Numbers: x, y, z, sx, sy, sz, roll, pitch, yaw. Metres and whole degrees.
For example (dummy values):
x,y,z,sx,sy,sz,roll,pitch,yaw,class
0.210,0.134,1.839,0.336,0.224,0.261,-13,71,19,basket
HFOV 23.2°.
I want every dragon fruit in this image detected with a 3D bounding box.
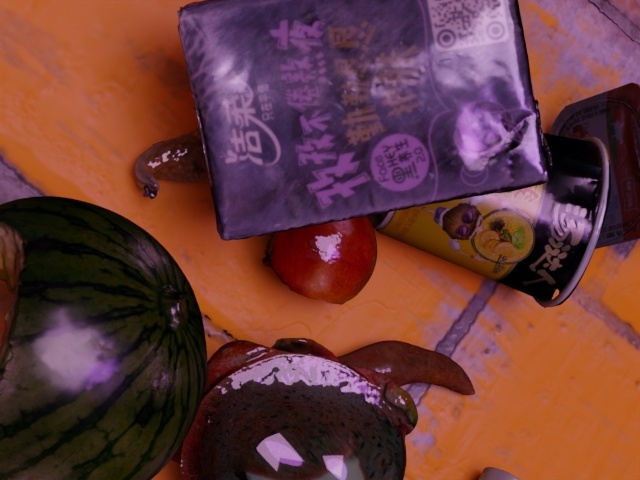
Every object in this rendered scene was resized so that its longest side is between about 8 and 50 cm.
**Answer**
x,y,z,sx,sy,sz,roll,pitch,yaw,class
-0.026,0.239,1.688,0.268,0.130,0.295,-46,111,-8,dragon fruit

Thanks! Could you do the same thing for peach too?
x,y,z,sx,sy,sz,roll,pitch,yaw,class
0.007,-0.002,1.772,0.151,0.151,0.118,32,117,-19,peach

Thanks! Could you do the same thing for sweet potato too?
x,y,z,sx,sy,sz,roll,pitch,yaw,class
0.069,0.155,1.801,0.255,0.058,0.078,-5,101,-26,sweet potato

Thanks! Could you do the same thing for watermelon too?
x,y,z,sx,sy,sz,roll,pitch,yaw,class
-0.207,0.114,1.539,0.331,0.189,0.330,20,67,-58,watermelon

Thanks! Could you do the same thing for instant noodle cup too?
x,y,z,sx,sy,sz,roll,pitch,yaw,class
0.191,-0.053,1.812,0.236,0.215,0.215,17,76,-11,instant noodle cup

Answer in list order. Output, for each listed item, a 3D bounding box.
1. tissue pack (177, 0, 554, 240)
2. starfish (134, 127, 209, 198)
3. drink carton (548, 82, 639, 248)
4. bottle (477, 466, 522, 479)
x,y,z,sx,sy,sz,roll,pitch,yaw,class
0.045,-0.155,1.639,0.361,0.122,0.259,-11,94,3,tissue pack
-0.016,-0.237,1.740,0.432,0.082,0.323,-11,82,5,starfish
0.404,-0.088,1.915,0.190,0.191,0.185,-4,81,-33,drink carton
0.175,0.365,1.805,0.072,0.072,0.201,35,71,-15,bottle
